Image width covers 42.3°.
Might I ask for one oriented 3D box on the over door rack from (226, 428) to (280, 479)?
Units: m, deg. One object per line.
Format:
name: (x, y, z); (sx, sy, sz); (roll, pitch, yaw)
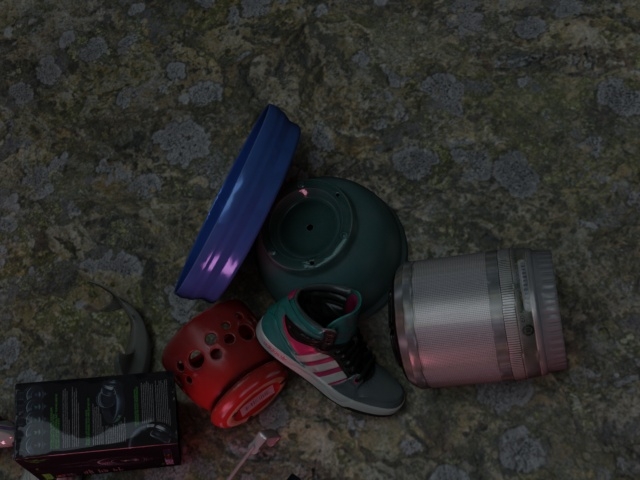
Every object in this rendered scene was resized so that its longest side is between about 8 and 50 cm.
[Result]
over door rack: (-0.124, 0.520, 1.439); (0.239, 0.108, 0.324); (40, 86, 25)

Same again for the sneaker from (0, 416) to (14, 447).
sneaker: (-0.732, 0.436, 1.677); (0.305, 0.114, 0.152); (-12, 82, 18)

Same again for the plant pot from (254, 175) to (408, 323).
plant pot: (0.000, 0.000, 1.536); (0.293, 0.196, 0.293); (-6, 69, 15)

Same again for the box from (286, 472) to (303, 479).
box: (-0.007, 0.497, 1.316); (0.220, 0.051, 0.175); (28, 40, 17)

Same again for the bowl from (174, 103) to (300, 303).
bowl: (-0.151, -0.061, 1.528); (0.077, 0.391, 0.391); (27, 79, -10)

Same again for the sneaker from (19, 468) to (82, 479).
sneaker: (-0.520, 0.510, 1.578); (0.118, 0.110, 0.292); (-16, 59, 20)

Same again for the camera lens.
camera lens: (0.261, 0.130, 1.392); (0.274, 0.219, 0.219); (-8, 69, 15)

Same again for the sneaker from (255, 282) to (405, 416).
sneaker: (0.045, 0.174, 1.429); (0.295, 0.178, 0.124); (31, 43, -1)

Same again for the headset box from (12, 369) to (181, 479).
headset box: (-0.394, 0.332, 1.465); (0.283, 0.246, 0.131); (-3, 67, -10)

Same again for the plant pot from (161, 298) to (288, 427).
plant pot: (-0.166, 0.229, 1.511); (0.191, 0.191, 0.174); (-43, 68, -1)

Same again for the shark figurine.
shark figurine: (-0.383, 0.212, 1.630); (0.166, 0.116, 0.278); (-8, 71, 13)
